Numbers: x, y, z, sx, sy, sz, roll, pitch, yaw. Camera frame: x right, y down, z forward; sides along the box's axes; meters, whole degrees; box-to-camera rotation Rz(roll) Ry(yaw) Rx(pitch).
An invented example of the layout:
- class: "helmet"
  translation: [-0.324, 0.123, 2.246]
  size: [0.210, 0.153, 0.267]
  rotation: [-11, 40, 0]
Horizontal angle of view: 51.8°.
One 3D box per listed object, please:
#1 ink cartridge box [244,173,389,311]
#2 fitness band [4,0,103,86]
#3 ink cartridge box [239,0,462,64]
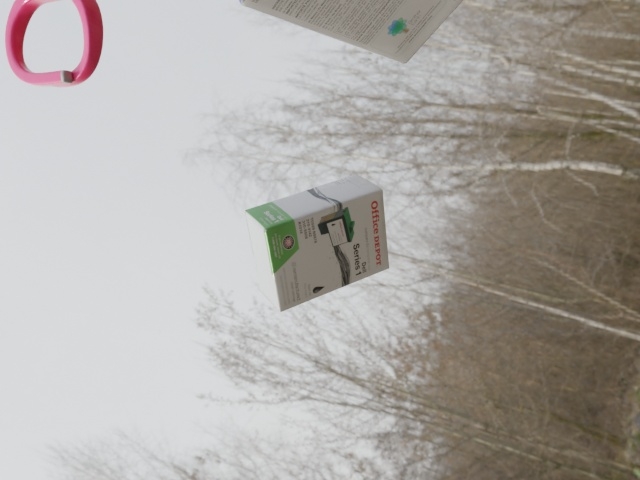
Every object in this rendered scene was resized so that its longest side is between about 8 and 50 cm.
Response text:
- class: "ink cartridge box"
  translation: [0.000, 0.000, 1.106]
  size: [0.219, 0.092, 0.160]
  rotation: [-20, -59, -21]
- class: "fitness band"
  translation: [-0.566, -0.430, 1.386]
  size: [0.054, 0.291, 0.209]
  rotation: [-9, -77, -55]
- class: "ink cartridge box"
  translation: [0.045, -0.417, 0.863]
  size: [0.395, 0.151, 0.270]
  rotation: [2, -36, -45]
